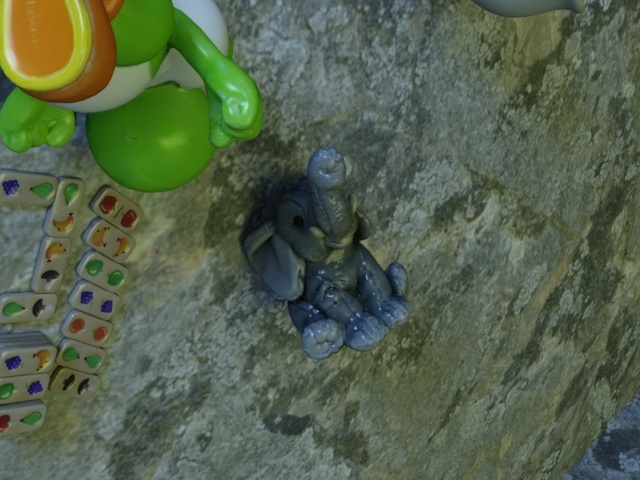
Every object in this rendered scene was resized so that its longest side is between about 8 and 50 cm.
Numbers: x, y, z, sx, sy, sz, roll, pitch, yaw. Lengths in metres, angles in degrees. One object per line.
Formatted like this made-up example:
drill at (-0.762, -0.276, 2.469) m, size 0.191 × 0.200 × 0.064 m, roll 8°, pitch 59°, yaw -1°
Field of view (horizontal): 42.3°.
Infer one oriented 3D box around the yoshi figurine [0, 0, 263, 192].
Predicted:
yoshi figurine at (-0.151, -0.110, 0.606) m, size 0.203 × 0.203 × 0.362 m, roll -44°, pitch 176°, yaw 14°

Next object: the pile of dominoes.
pile of dominoes at (-0.258, 0.061, 0.773) m, size 0.196 × 0.040 × 0.251 m, roll 2°, pitch 112°, yaw -49°

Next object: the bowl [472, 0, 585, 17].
bowl at (0.162, -0.352, 0.860) m, size 0.298 × 0.134 × 0.298 m, roll 50°, pitch 29°, yaw -43°

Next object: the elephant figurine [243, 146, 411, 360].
elephant figurine at (0.000, 0.000, 0.948) m, size 0.239 × 0.186 × 0.169 m, roll 63°, pitch 24°, yaw -20°
